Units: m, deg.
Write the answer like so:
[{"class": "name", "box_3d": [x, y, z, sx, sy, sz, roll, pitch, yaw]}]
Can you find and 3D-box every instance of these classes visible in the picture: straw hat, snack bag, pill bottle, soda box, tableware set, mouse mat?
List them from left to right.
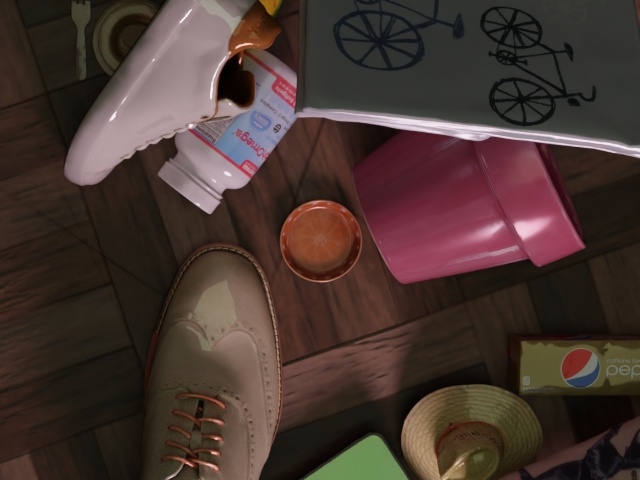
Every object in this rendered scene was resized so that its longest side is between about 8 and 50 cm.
[{"class": "tableware set", "box_3d": [-0.181, -0.249, 1.789, 0.128, 0.039, 0.194, -2, 95, -6]}, {"class": "pill bottle", "box_3d": [-0.085, -0.108, 1.787, 0.087, 0.087, 0.160, 37, 90, -8]}, {"class": "mouse mat", "box_3d": [0.045, 0.306, 1.842, 0.153, 0.007, 0.189, -33, 95, -3]}, {"class": "straw hat", "box_3d": [0.149, 0.215, 1.825, 0.145, 0.061, 0.144, 3, 116, 6]}, {"class": "snack bag", "box_3d": [0.148, -0.198, 1.717, 0.343, 0.323, 0.037, 6, 133, -6]}, {"class": "soda box", "box_3d": [0.284, 0.126, 1.859, 0.181, 0.061, 0.058, 0, 94, -6]}]

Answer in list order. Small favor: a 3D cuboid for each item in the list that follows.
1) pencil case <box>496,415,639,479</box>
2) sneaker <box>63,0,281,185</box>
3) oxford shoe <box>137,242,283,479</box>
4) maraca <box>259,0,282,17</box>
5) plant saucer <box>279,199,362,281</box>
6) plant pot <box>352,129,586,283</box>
[{"class": "pencil case", "box_3d": [0.334, 0.258, 1.807, 0.410, 0.160, 0.183, -24, 135, -6]}, {"class": "sneaker", "box_3d": [-0.140, -0.126, 1.712, 0.123, 0.106, 0.290, 37, 130, -7]}, {"class": "oxford shoe", "box_3d": [-0.109, 0.197, 1.768, 0.141, 0.146, 0.396, 5, 85, -2]}, {"class": "maraca", "box_3d": [-0.081, -0.265, 1.766, 0.127, 0.099, 0.185, 52, 58, -22]}, {"class": "plant saucer", "box_3d": [0.000, 0.000, 1.842, 0.084, 0.013, 0.083, -1, 94, -7]}, {"class": "plant pot", "box_3d": [0.138, -0.050, 1.775, 0.180, 0.201, 0.201, -23, 97, 12]}]
